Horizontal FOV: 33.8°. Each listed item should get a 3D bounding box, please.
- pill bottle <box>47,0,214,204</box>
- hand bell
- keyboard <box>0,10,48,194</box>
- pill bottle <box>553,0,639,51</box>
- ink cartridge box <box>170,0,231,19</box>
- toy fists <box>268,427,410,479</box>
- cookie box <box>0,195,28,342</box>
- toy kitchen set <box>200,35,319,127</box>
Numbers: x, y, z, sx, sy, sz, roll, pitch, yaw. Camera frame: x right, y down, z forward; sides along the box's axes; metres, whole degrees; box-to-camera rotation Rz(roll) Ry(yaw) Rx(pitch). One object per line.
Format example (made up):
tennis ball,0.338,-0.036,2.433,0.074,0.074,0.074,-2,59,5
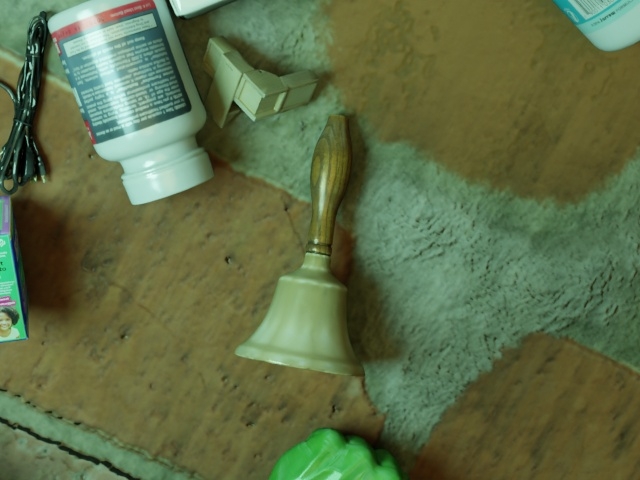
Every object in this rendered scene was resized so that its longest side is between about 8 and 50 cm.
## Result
pill bottle,-0.164,-0.129,0.949,0.107,0.108,0.180,-19,100,-2
hand bell,0.000,0.000,1.006,0.126,0.126,0.242,10,85,-7
keyboard,-0.344,-0.154,0.968,0.201,0.033,0.317,9,99,-7
pill bottle,0.224,-0.308,0.940,0.146,0.146,0.264,-45,101,3
ink cartridge box,-0.083,-0.362,0.915,0.207,0.117,0.283,-22,101,-1
toy fists,0.059,0.304,1.051,0.142,0.096,0.279,-36,102,11
cookie box,-0.292,0.025,0.957,0.040,0.092,0.107,-8,116,-12
toy kitchen set,-0.064,-0.146,1.001,0.083,0.075,0.068,47,135,21
